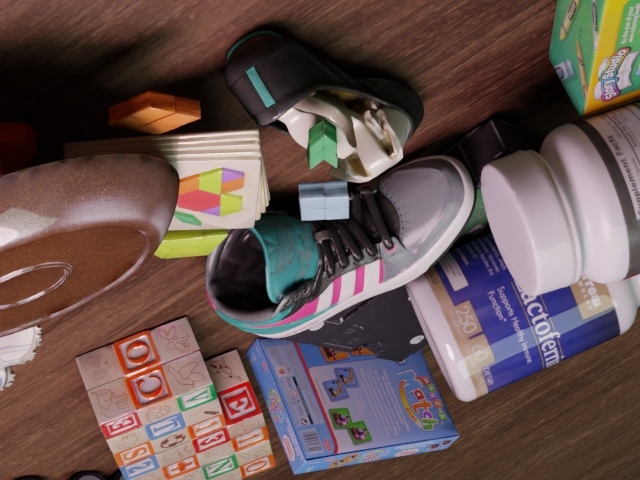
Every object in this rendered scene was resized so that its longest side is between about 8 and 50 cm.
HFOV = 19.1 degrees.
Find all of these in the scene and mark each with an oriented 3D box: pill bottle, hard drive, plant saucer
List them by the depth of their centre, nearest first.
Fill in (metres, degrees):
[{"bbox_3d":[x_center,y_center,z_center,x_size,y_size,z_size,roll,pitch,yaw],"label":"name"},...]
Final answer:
[{"bbox_3d":[-0.255,0.020,1.579,0.311,0.050,0.310,-22,164,-6],"label":"plant saucer"},{"bbox_3d":[0.311,-0.053,1.834,0.283,0.161,0.161,-19,153,-9],"label":"pill bottle"},{"bbox_3d":[0.234,0.049,1.966,0.265,0.153,0.153,-24,153,-1],"label":"pill bottle"},{"bbox_3d":[0.131,0.007,2.046,0.339,0.064,0.237,-38,150,27],"label":"hard drive"}]

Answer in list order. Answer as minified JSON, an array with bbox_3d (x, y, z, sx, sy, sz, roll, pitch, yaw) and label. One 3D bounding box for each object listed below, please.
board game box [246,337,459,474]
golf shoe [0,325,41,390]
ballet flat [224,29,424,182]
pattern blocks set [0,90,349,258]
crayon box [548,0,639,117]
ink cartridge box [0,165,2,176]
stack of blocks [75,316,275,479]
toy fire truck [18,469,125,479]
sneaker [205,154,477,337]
[{"bbox_3d":[0.038,0.176,2.171,0.211,0.160,0.039,-5,149,-32],"label":"board game box"},{"bbox_3d":[-0.327,0.097,1.841,0.086,0.069,0.176,3,142,-32],"label":"golf shoe"},{"bbox_3d":[0.014,-0.104,1.711,0.095,0.096,0.280,-40,150,24],"label":"ballet flat"},{"bbox_3d":[-0.138,-0.048,1.660,0.325,0.026,0.285,-8,155,8],"label":"pattern blocks set"},{"bbox_3d":[0.307,-0.237,1.721,0.165,0.081,0.278,-19,153,-9],"label":"crayon box"},{"bbox_3d":[-0.356,-0.003,1.599,0.115,0.067,0.198,2,154,-35],"label":"ink cartridge box"},{"bbox_3d":[-0.156,0.196,2.129,0.171,0.087,0.297,-21,153,-6],"label":"stack of blocks"},{"bbox_3d":[-0.284,0.420,2.258,0.217,0.246,0.158,1,144,-40],"label":"toy fire truck"},{"bbox_3d":[0.000,0.000,1.873,0.295,0.124,0.178,-33,161,21],"label":"sneaker"}]
